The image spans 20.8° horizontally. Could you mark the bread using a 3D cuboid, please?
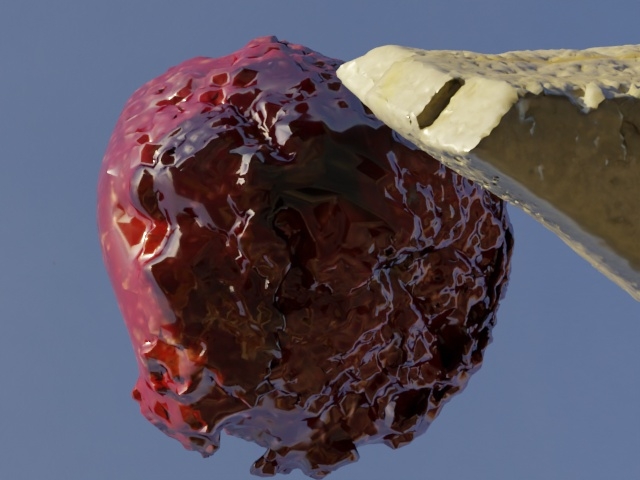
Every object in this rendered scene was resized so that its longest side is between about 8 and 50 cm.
[{"bbox_3d":[0.095,-0.037,0.453,0.152,0.077,0.105,33,-90,-34],"label":"bread"}]

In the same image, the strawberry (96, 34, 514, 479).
[{"bbox_3d":[0.000,0.000,1.006,0.274,0.220,0.274,9,-108,-28],"label":"strawberry"}]
